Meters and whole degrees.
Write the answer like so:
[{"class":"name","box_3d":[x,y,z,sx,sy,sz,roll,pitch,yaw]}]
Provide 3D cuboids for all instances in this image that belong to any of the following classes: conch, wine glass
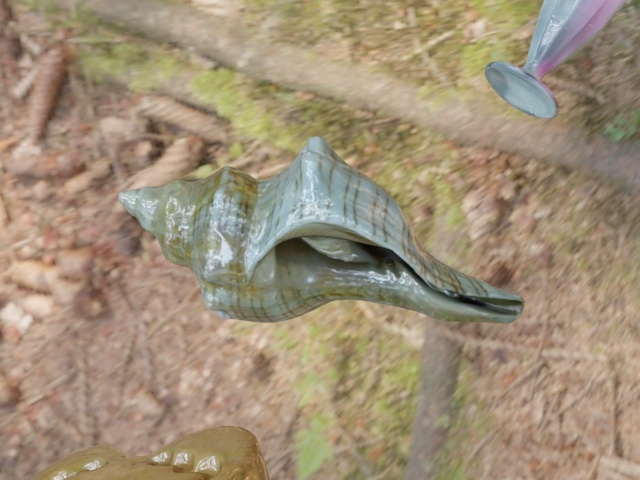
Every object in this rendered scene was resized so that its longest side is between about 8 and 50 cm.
[{"class":"conch","box_3d":[-0.001,-0.013,1.537,0.386,0.203,0.170,0,67,2]},{"class":"wine glass","box_3d":[0.191,-0.168,1.220,0.073,0.073,0.155,30,75,10]}]

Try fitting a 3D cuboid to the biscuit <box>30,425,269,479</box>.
[{"class":"biscuit","box_3d":[-0.166,0.221,0.915,0.275,0.355,0.052,-11,115,34]}]
